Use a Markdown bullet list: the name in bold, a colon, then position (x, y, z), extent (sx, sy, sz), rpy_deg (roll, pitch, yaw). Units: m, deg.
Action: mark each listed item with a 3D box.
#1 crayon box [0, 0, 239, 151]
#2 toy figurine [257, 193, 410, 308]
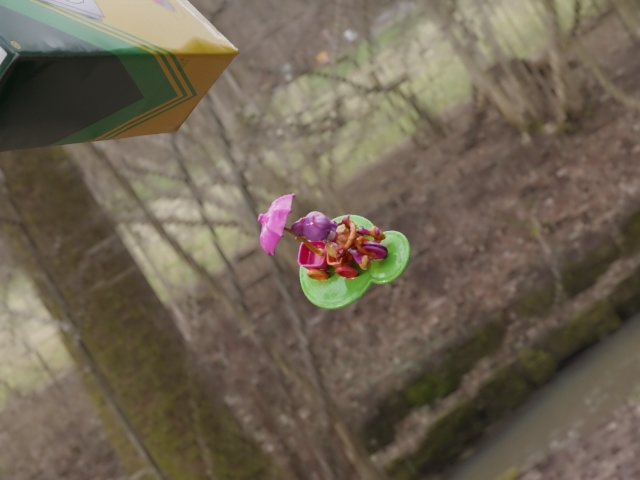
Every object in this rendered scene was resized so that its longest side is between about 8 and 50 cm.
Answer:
- **crayon box**: position (-0.282, -0.232, 1.171), extent (0.106, 0.363, 0.313), rpy_deg (-50, -14, 23)
- **toy figurine**: position (0.000, 0.000, 1.861), extent (0.173, 0.130, 0.159), rpy_deg (-4, -23, 37)
